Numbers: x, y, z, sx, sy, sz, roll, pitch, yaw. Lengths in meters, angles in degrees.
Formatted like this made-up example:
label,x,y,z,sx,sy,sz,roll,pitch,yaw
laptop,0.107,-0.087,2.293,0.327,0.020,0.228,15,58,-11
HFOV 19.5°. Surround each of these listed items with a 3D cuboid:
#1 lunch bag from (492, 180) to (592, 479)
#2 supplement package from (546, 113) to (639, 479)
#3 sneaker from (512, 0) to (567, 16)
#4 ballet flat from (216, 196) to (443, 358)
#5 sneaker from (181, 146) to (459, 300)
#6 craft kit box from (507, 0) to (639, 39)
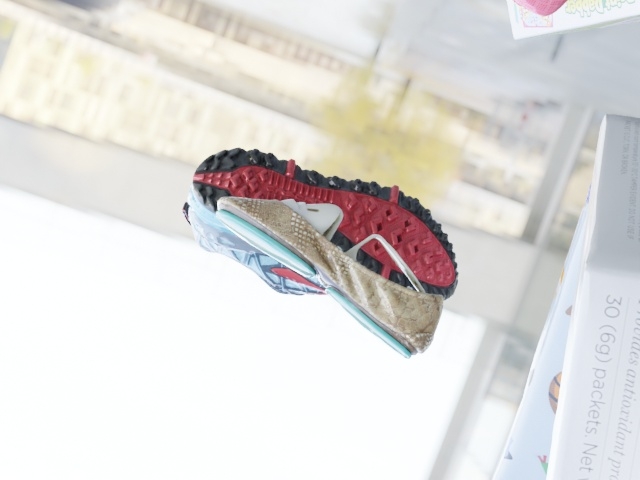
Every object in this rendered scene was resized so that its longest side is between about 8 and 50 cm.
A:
label,x,y,z,sx,sy,sz,roll,pitch,yaw
lunch bag,0.355,0.083,1.516,0.239,0.328,0.385,33,-146,25
supplement package,0.250,0.072,0.798,0.293,0.177,0.175,8,-155,7
sneaker,0.231,-0.231,1.157,0.314,0.136,0.116,-19,-155,-13
ballet flat,0.013,0.012,1.501,0.206,0.067,0.073,37,171,-6
sneaker,0.000,0.000,1.726,0.262,0.104,0.125,23,148,-3
craft kit box,0.307,-0.204,1.403,0.250,0.061,0.246,-11,-178,-23
